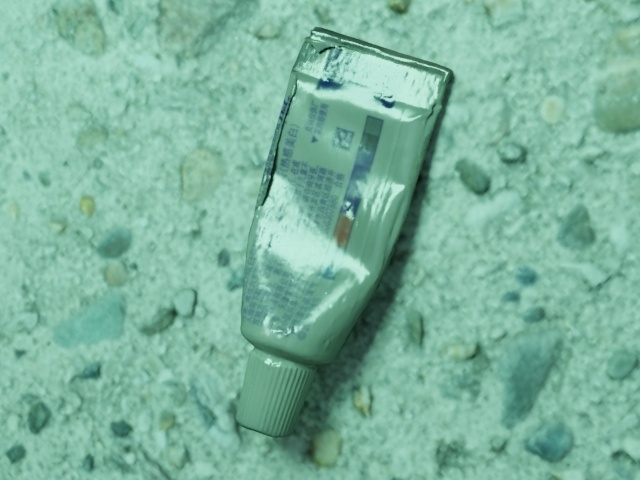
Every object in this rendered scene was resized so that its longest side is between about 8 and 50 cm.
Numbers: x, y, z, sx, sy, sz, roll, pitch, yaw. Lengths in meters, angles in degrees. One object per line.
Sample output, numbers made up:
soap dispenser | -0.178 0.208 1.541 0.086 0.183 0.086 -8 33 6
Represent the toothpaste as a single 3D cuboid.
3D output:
toothpaste | -0.002 -0.001 1.297 0.099 0.068 0.282 16 95 -11
